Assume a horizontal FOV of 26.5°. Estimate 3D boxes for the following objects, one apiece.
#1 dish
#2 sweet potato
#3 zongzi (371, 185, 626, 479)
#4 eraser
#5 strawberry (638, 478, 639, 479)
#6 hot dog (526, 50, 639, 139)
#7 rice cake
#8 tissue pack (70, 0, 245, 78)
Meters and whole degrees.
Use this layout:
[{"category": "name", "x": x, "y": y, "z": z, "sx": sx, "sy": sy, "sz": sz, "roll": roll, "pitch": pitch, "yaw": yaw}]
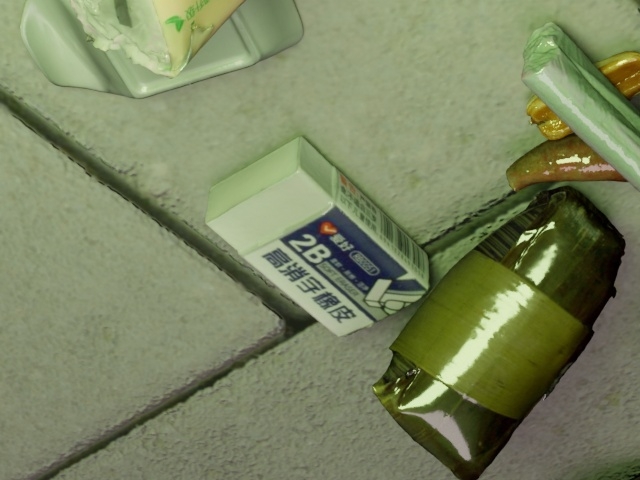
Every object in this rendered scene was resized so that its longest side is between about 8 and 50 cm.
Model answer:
[{"category": "dish", "x": -0.144, "y": -0.180, "z": 1.164, "sx": 0.234, "sy": 0.064, "sz": 0.154, "roll": -14, "pitch": 135, "yaw": 17}, {"category": "sweet potato", "x": 0.302, "y": -0.073, "z": 1.260, "sx": 0.255, "sy": 0.078, "sz": 0.058, "roll": 6, "pitch": 163, "yaw": 6}, {"category": "zongzi", "x": 0.183, "y": 0.080, "z": 1.420, "sx": 0.154, "sy": 0.317, "sz": 0.289, "roll": 41, "pitch": 92, "yaw": -1}, {"category": "eraser", "x": 0.000, "y": 0.000, "z": 1.345, "sx": 0.124, "sy": 0.068, "sz": 0.210, "roll": -27, "pitch": 129, "yaw": 29}, {"category": "strawberry", "x": 0.427, "y": 0.408, "z": 1.682, "sx": 0.261, "sy": 0.258, "sz": 0.261, "roll": 24, "pitch": 145, "yaw": 18}, {"category": "hot dog", "x": 0.246, "y": -0.134, "z": 1.228, "sx": 0.133, "sy": 0.041, "sz": 0.056, "roll": -27, "pitch": 112, "yaw": 28}, {"category": "rice cake", "x": 0.258, "y": -0.093, "z": 1.176, "sx": 0.221, "sy": 0.080, "sz": 0.042, "roll": 42, "pitch": 126, "yaw": -12}, {"category": "tissue pack", "x": -0.090, "y": -0.273, "z": 0.936, "sx": 0.123, "sy": 0.257, "sz": 0.215, "roll": 16, "pitch": 143, "yaw": 26}]
